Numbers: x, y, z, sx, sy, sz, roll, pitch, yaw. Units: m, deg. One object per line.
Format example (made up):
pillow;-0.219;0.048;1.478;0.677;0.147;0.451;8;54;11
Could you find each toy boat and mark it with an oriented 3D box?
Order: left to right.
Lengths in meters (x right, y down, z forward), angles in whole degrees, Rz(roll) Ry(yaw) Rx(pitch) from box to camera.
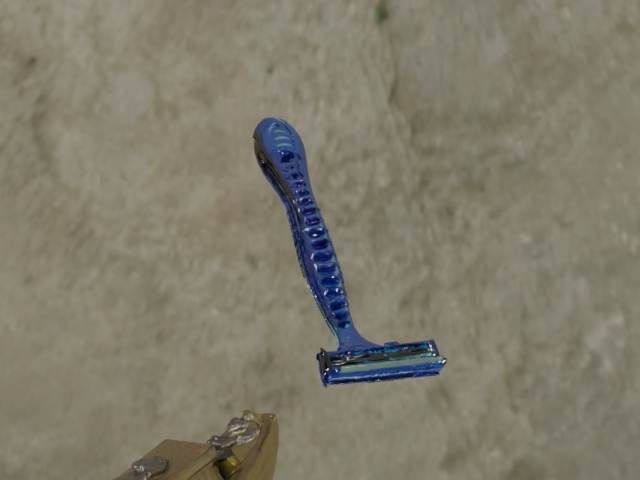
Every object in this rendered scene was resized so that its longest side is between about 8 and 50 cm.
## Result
toy boat;-0.142;0.259;1.503;0.089;0.321;0.121;0;117;36

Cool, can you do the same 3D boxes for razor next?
razor;-0.002;0.010;1.232;0.093;0.324;0.056;-5;130;-18
